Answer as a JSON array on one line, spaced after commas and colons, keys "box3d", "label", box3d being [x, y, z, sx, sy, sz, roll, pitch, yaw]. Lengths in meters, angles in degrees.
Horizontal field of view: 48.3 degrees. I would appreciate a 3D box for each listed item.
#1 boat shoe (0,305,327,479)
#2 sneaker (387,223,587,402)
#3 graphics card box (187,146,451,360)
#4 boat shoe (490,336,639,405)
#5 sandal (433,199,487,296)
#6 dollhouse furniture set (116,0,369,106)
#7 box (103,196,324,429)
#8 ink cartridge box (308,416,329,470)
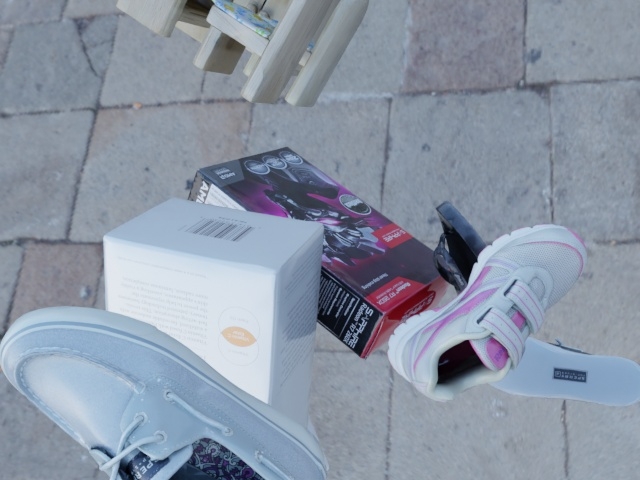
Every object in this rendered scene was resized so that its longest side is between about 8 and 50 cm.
[{"box3d": [-0.091, 0.119, 0.434, 0.228, 0.081, 0.079, 32, 108, -15], "label": "boat shoe"}, {"box3d": [0.191, 0.089, 0.771, 0.252, 0.103, 0.111, -44, 21, 10], "label": "sneaker"}, {"box3d": [0.000, 0.000, 1.102, 0.371, 0.233, 0.094, 37, 123, 22], "label": "graphics card box"}, {"box3d": [0.425, 0.231, 1.276, 0.306, 0.105, 0.113, 0, 76, 31], "label": "boat shoe"}, {"box3d": [0.200, 0.055, 0.996, 0.055, 0.254, 0.097, -29, 40, -7], "label": "sandal"}, {"box3d": [-0.054, -0.224, 0.530, 0.212, 0.242, 0.161, 35, 108, 10], "label": "dollhouse furniture set"}, {"box3d": [-0.131, 0.144, 0.896, 0.215, 0.168, 0.345, 11, 112, 15], "label": "box"}, {"box3d": [-0.105, 0.293, 1.139, 0.159, 0.092, 0.217, -35, 64, 24], "label": "ink cartridge box"}]
